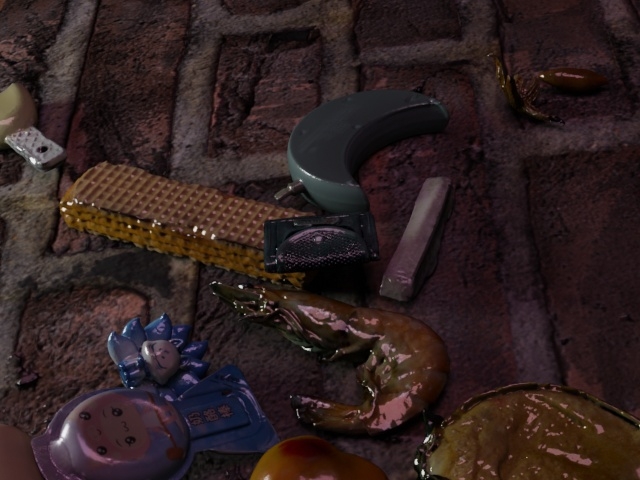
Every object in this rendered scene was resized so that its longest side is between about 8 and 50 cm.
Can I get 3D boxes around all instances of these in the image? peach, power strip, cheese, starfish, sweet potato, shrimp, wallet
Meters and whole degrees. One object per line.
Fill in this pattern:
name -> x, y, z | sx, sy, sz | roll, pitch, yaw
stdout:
peach -> -0.007, 0.247, 1.246 | 0.138, 0.138, 0.138 | -5, 39, 4
power strip -> 0.039, -0.113, 1.730 | 0.167, 0.054, 0.253 | 18, 46, 32
cheese -> -0.166, 0.193, 1.360 | 0.244, 0.052, 0.135 | -11, 53, -29
starfish -> 0.266, -0.185, 1.778 | 0.133, 0.041, 0.130 | 8, 39, -54
sweet potato -> 0.335, -0.212, 1.809 | 0.095, 0.034, 0.034 | 4, 41, 10
cheese -> -0.422, -0.150, 1.862 | 0.127, 0.050, 0.235 | -30, 42, -25
shrimp -> -0.009, 0.122, 1.457 | 0.296, 0.058, 0.169 | 14, 47, 21
wallet -> 0.000, 0.000, 1.533 | 0.129, 0.026, 0.088 | -5, 39, 2

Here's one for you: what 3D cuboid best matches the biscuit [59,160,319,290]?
biscuit -> -0.145, -0.022, 1.650 | 0.378, 0.054, 0.094 | 14, 45, 25

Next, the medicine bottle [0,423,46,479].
medicine bottle -> -0.293, 0.288, 1.256 | 0.114, 0.114, 0.252 | -18, 40, -11

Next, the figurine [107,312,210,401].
figurine -> -0.164, 0.128, 1.454 | 0.114, 0.079, 0.114 | 4, 59, -7

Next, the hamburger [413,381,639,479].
hamburger -> 0.234, 0.231, 1.211 | 0.309, 0.132, 0.211 | 29, 52, 36

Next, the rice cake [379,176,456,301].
rice cake -> 0.116, -0.003, 1.597 | 0.047, 0.036, 0.207 | -4, 38, 25
